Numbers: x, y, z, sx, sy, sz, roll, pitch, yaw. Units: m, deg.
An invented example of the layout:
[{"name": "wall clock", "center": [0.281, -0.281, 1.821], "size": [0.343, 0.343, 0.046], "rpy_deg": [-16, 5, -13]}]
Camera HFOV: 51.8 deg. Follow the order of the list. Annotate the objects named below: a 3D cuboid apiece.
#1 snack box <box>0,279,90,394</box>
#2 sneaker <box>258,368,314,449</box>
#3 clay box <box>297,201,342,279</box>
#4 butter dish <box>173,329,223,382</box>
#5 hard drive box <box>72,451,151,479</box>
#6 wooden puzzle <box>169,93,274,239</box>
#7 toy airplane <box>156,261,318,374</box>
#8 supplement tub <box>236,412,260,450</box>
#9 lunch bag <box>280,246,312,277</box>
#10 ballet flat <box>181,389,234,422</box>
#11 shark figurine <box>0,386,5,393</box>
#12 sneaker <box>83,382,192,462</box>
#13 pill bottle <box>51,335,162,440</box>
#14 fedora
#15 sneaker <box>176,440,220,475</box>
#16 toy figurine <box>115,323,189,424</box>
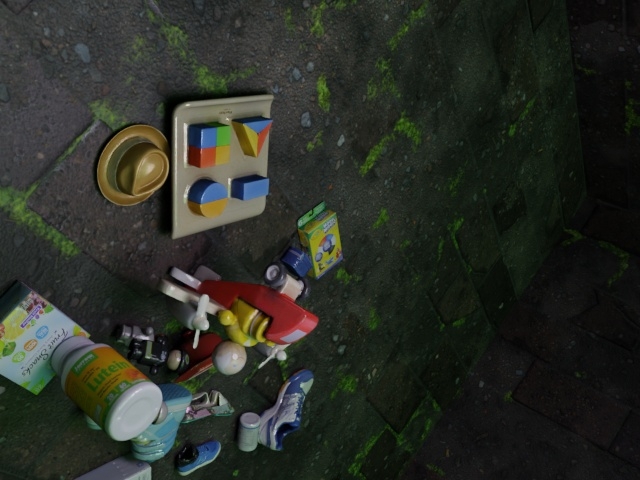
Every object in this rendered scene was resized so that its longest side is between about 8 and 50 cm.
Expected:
[{"name": "snack box", "center": [-0.635, 0.213, 1.433], "size": [0.174, 0.070, 0.207], "rpy_deg": [-51, 144, -16]}, {"name": "sneaker", "center": [-0.097, 0.580, 2.243], "size": [0.296, 0.131, 0.112], "rpy_deg": [-52, 140, -16]}, {"name": "clay box", "center": [0.000, 0.000, 2.071], "size": [0.127, 0.053, 0.222], "rpy_deg": [-38, 137, -30]}, {"name": "butter dish", "center": [-0.338, 0.300, 1.809], "size": [0.159, 0.118, 0.160], "rpy_deg": [-26, 171, -41]}, {"name": "hard drive box", "center": [-0.580, 0.704, 1.777], "size": [0.232, 0.089, 0.181], "rpy_deg": [-17, 123, -45]}, {"name": "wooden puzzle", "center": [-0.229, -0.182, 1.646], "size": [0.322, 0.080, 0.348], "rpy_deg": [-20, 127, -49]}, {"name": "toy airplane", "center": [-0.230, 0.197, 1.658], "size": [0.385, 0.384, 0.273], "rpy_deg": [15, 74, -12]}, {"name": "supplement tub", "center": [-0.235, 0.624, 2.155], "size": [0.071, 0.071, 0.107], "rpy_deg": [-15, 123, -45]}, {"name": "lunch bag", "center": [-0.068, 0.067, 2.019], "size": [0.065, 0.067, 0.098], "rpy_deg": [-51, 142, -15]}, {"name": "ballet flat", "center": [-0.336, 0.489, 1.961], "size": [0.221, 0.076, 0.079], "rpy_deg": [7, 86, -51]}, {"name": "shark figurine", "center": [-0.777, 0.397, 1.358], "size": [0.278, 0.116, 0.166], "rpy_deg": [-64, 177, 15]}, {"name": "sneaker", "center": [-0.488, 0.504, 1.737], "size": [0.319, 0.127, 0.208], "rpy_deg": [4, 107, -50]}, {"name": "pill bottle", "center": [-0.471, 0.309, 1.429], "size": [0.136, 0.245, 0.136], "rpy_deg": [-37, 143, -35]}, {"name": "fedora", "center": [-0.401, -0.159, 1.477], "size": [0.194, 0.079, 0.194], "rpy_deg": [-28, 131, -37]}, {"name": "sneaker", "center": [-0.371, 0.647, 2.016], "size": [0.152, 0.058, 0.085], "rpy_deg": [-24, 138, -31]}, {"name": "toy figurine", "center": [-0.432, 0.322, 1.610], "size": [0.148, 0.209, 0.213], "rpy_deg": [20, 89, -30]}]
